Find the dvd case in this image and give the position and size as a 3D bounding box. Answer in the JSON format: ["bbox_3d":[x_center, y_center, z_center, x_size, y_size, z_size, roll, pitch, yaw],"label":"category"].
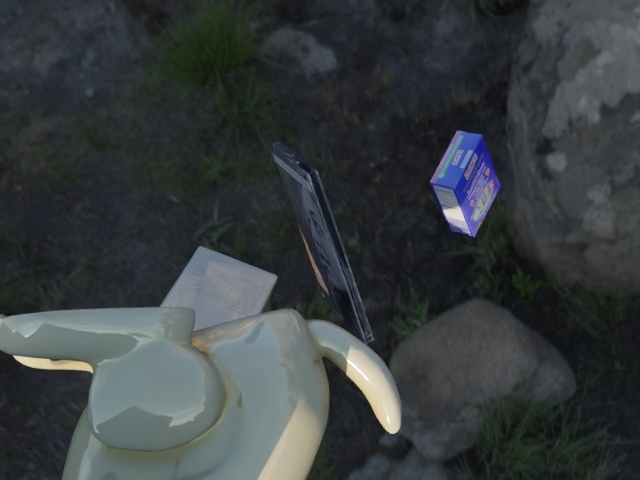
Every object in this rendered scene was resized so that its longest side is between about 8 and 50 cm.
[{"bbox_3d":[0.000,0.000,1.202,0.018,0.221,0.164,-22,22,-10],"label":"dvd case"}]

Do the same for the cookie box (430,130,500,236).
[{"bbox_3d":[0.191,-0.074,1.318,0.040,0.107,0.092,14,61,33],"label":"cookie box"}]

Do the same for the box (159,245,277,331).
[{"bbox_3d":[-0.219,0.198,1.823,0.168,0.215,0.345,21,29,1],"label":"box"}]

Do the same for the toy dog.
[{"bbox_3d":[-0.123,0.274,0.916,0.395,0.284,0.408,0,81,-21],"label":"toy dog"}]
